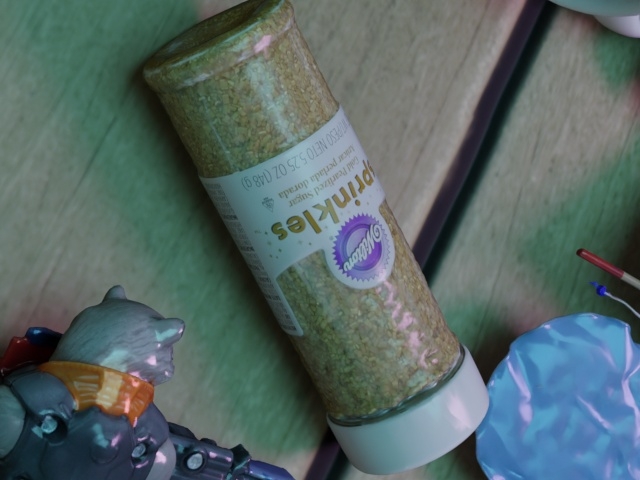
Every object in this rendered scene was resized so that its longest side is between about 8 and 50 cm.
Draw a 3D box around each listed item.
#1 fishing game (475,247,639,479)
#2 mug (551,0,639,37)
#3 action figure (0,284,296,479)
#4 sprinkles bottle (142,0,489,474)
[{"bbox_3d":[0.210,0.149,1.358,0.189,0.041,0.264,27,88,-20],"label":"fishing game"},{"bbox_3d":[0.293,-0.339,1.345,0.328,0.276,0.374,-40,142,-34],"label":"mug"},{"bbox_3d":[-0.145,0.198,1.096,0.341,0.178,0.330,12,93,-31],"label":"action figure"},{"bbox_3d":[0.000,0.000,1.216,0.121,0.121,0.355,-37,110,-27],"label":"sprinkles bottle"}]
